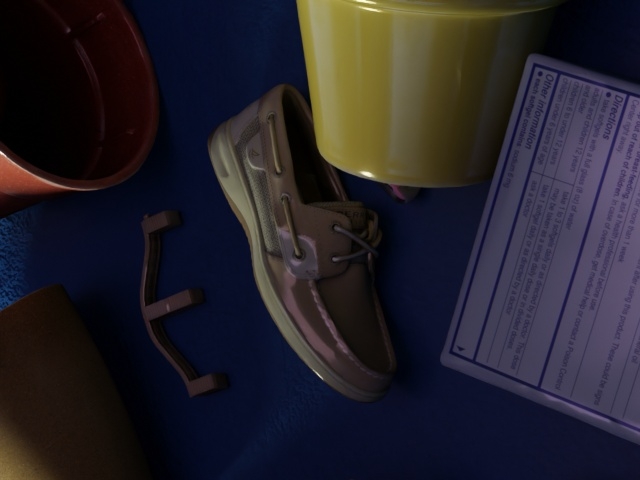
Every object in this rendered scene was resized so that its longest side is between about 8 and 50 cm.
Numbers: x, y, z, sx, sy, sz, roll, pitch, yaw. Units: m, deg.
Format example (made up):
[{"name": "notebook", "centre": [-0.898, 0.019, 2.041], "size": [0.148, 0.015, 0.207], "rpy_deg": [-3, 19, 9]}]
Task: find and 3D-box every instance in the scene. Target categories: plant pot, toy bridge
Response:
[{"name": "plant pot", "centre": [-0.346, -0.126, 1.725], "size": [0.265, 0.272, 0.272], "rpy_deg": [-26, 77, 36]}, {"name": "plant pot", "centre": [0.085, -0.182, 1.476], "size": [0.254, 0.254, 0.239], "rpy_deg": [18, 115, 30]}, {"name": "plant pot", "centre": [-0.270, 0.212, 1.704], "size": [0.237, 0.237, 0.254], "rpy_deg": [-40, 84, 25]}, {"name": "toy bridge", "centre": [-0.144, 0.063, 1.726], "size": [0.063, 0.026, 0.188], "rpy_deg": [-23, 78, 30]}]

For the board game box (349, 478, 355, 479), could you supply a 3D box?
[{"name": "board game box", "centre": [-0.094, 0.471, 1.445], "size": [0.356, 0.356, 0.356], "rpy_deg": [60, 140, 17]}]

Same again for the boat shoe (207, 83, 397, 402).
[{"name": "boat shoe", "centre": [0.000, 0.000, 1.594], "size": [0.098, 0.109, 0.302], "rpy_deg": [-36, 67, 29]}]

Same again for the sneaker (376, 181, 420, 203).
[{"name": "sneaker", "centre": [0.046, -0.077, 1.608], "size": [0.119, 0.047, 0.057], "rpy_deg": [58, 138, 18]}]

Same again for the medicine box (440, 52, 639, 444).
[{"name": "medicine box", "centre": [0.278, 0.019, 1.401], "size": [0.289, 0.149, 0.263], "rpy_deg": [21, 101, 29]}]
